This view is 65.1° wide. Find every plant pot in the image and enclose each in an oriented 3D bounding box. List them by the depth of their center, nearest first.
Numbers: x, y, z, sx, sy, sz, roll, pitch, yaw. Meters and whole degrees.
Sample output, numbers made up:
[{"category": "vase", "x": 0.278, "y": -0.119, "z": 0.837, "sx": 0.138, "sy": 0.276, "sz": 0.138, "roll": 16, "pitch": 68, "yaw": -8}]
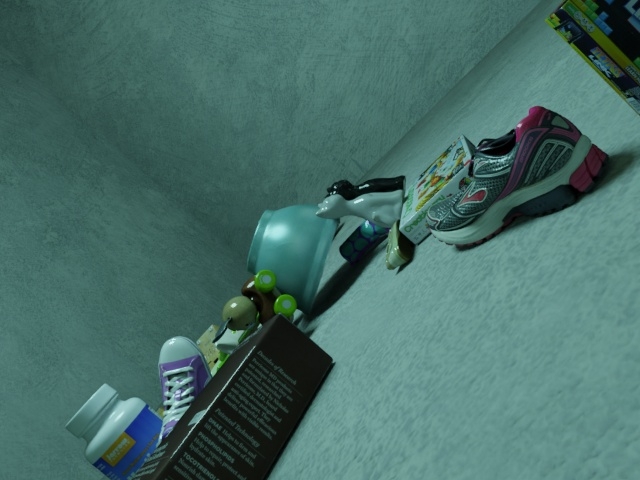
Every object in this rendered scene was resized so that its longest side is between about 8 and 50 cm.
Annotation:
[{"category": "plant pot", "x": -0.077, "y": 0.028, "z": 1.324, "sx": 0.293, "sy": 0.196, "sz": 0.293, "roll": 18, "pitch": -90, "yaw": -88}]

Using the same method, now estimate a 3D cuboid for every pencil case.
[{"category": "pencil case", "x": 0.119, "y": -0.006, "z": 1.311, "sx": 0.064, "sy": 0.070, "sz": 0.151, "roll": 13, "pitch": -49, "yaw": -45}]

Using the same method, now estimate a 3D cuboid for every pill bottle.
[{"category": "pill bottle", "x": -0.391, "y": 0.433, "z": 1.058, "sx": 0.152, "sy": 0.272, "sz": 0.152, "roll": -47, "pitch": 6, "yaw": 7}]

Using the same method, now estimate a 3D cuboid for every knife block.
[{"category": "knife block", "x": -0.280, "y": 0.377, "z": 1.669, "sx": 0.088, "sy": 0.242, "sz": 0.275, "roll": -47, "pitch": 51, "yaw": 13}]

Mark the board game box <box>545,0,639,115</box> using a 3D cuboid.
[{"category": "board game box", "x": 0.377, "y": -0.255, "z": 0.580, "sx": 0.141, "sy": 0.170, "sz": 0.048, "roll": -48, "pitch": 4, "yaw": 5}]

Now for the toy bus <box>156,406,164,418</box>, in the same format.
[{"category": "toy bus", "x": -0.393, "y": 0.484, "z": 1.370, "sx": 0.191, "sy": 0.104, "sz": 0.202, "roll": -60, "pitch": -1, "yaw": 29}]

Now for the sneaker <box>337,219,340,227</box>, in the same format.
[{"category": "sneaker", "x": 0.000, "y": 0.000, "z": 2.112, "sx": 0.279, "sy": 0.107, "sz": 0.118, "roll": -49, "pitch": -13, "yaw": -43}]

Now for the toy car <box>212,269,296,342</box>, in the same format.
[{"category": "toy car", "x": -0.172, "y": 0.183, "z": 1.187, "sx": 0.188, "sy": 0.149, "sz": 0.155, "roll": -35, "pitch": -10, "yaw": -26}]

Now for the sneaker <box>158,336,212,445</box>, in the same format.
[{"category": "sneaker", "x": -0.259, "y": 0.314, "z": 0.950, "sx": 0.102, "sy": 0.282, "sz": 0.161, "roll": -16, "pitch": -16, "yaw": -4}]

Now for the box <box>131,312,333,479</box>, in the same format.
[{"category": "box", "x": -0.154, "y": 0.315, "z": 0.808, "sx": 0.191, "sy": 0.143, "sz": 0.381, "roll": -41, "pitch": 7, "yaw": 48}]

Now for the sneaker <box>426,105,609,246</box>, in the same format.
[{"category": "sneaker", "x": 0.244, "y": -0.085, "z": 0.706, "sx": 0.121, "sy": 0.112, "sz": 0.299, "roll": -51, "pitch": 6, "yaw": -29}]

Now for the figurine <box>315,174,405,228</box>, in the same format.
[{"category": "figurine", "x": 0.101, "y": -0.097, "z": 1.240, "sx": 0.215, "sy": 0.210, "sz": 0.092, "roll": -62, "pitch": -28, "yaw": -65}]

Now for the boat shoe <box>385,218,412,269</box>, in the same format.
[{"category": "boat shoe", "x": 0.157, "y": 0.006, "z": 1.016, "sx": 0.048, "sy": 0.056, "sz": 0.153, "roll": -44, "pitch": 15, "yaw": 27}]

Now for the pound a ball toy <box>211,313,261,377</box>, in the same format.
[{"category": "pound a ball toy", "x": -0.167, "y": 0.273, "z": 1.370, "sx": 0.319, "sy": 0.136, "sz": 0.208, "roll": -56, "pitch": -15, "yaw": -54}]

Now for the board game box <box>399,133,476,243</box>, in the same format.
[{"category": "board game box", "x": 0.263, "y": -0.121, "z": 1.087, "sx": 0.193, "sy": 0.053, "sz": 0.305, "roll": -46, "pitch": 6, "yaw": 23}]
